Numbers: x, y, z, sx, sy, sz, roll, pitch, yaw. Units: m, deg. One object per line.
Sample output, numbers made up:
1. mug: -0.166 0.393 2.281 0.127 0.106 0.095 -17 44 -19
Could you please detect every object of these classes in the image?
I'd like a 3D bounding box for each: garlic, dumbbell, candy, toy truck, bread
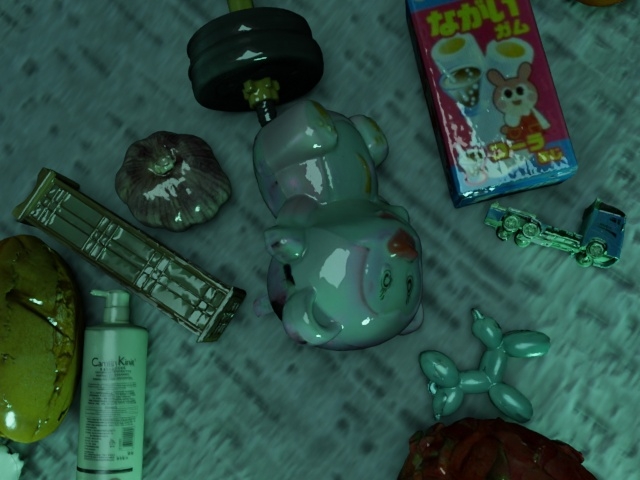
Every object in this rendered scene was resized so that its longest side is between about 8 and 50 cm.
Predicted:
1. garlic: -0.210 -0.085 0.900 0.159 0.102 0.147 29 81 10
2. dumbbell: -0.113 -0.339 0.885 0.185 0.185 0.388 -14 82 4
3. candy: 0.223 -0.211 0.877 0.157 0.100 0.305 -14 82 5
4. toy truck: 0.313 -0.024 0.863 0.175 0.067 0.081 18 79 11
5. bread: -0.401 0.126 0.842 0.143 0.195 0.269 -8 64 11

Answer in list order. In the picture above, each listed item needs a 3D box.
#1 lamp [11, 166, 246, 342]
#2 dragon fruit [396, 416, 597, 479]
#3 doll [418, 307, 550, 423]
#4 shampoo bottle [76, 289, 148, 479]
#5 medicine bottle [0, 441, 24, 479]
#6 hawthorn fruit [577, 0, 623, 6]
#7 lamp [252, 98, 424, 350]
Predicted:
1. lamp: -0.263 0.021 0.900 0.325 0.090 0.089 32 86 8
2. dragon fruit: 0.202 0.322 0.749 0.253 0.241 0.240 1 82 -10
3. doll: 0.208 0.174 0.848 0.159 0.059 0.159 22 87 6
4. shampoo bottle: -0.282 0.199 0.881 0.085 0.085 0.262 -1 82 6
5. medicine bottle: -0.612 0.311 0.834 0.379 0.213 0.213 16 85 8
6. hawthorn fruit: 0.398 -0.383 0.868 0.138 0.133 0.132 -3 82 2
7. lamp: 0.000 0.000 0.832 0.248 0.247 0.301 -27 72 33
